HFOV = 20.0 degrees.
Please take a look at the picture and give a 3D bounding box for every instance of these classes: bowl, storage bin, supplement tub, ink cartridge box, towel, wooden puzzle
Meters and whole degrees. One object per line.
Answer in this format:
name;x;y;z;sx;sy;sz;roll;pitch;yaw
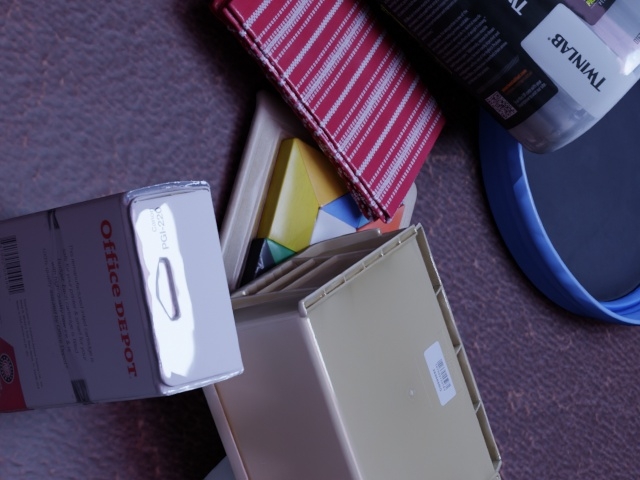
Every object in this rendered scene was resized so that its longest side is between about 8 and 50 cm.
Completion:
bowl;0.323;-0.096;2.045;0.391;0.077;0.391;9;76;-42
storage bin;0.033;0.143;1.610;0.260;0.123;0.262;-32;105;-57
supplement tub;0.170;-0.265;1.796;0.338;0.207;0.207;43;53;-6
ink cartridge box;-0.175;0.047;1.445;0.092;0.218;0.158;-12;91;-44
towel;0.014;-0.171;1.760;0.275;0.031;0.199;53;39;-19
wooden puzzle;0.000;0.000;1.742;0.221;0.044;0.238;28;64;-37

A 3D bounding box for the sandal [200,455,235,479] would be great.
sandal;-0.069;0.188;1.624;0.102;0.076;0.265;-21;96;-59
